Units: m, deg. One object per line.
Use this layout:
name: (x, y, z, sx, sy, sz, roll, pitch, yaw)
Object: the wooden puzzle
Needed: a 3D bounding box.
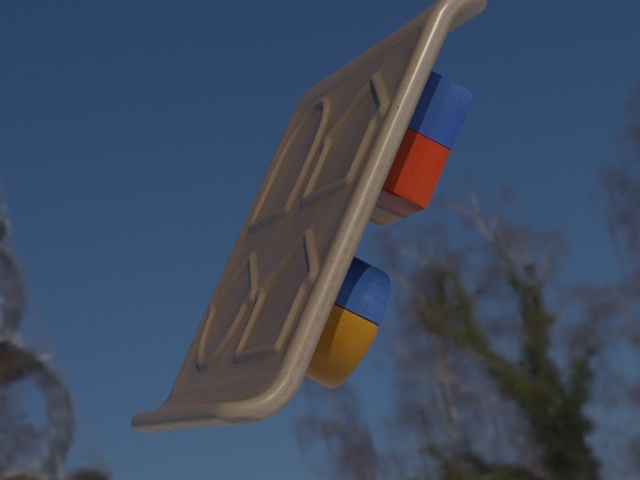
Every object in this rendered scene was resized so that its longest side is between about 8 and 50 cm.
wooden puzzle: (0.000, 0.000, 1.274, 0.080, 0.347, 0.322, 31, -15, -12)
